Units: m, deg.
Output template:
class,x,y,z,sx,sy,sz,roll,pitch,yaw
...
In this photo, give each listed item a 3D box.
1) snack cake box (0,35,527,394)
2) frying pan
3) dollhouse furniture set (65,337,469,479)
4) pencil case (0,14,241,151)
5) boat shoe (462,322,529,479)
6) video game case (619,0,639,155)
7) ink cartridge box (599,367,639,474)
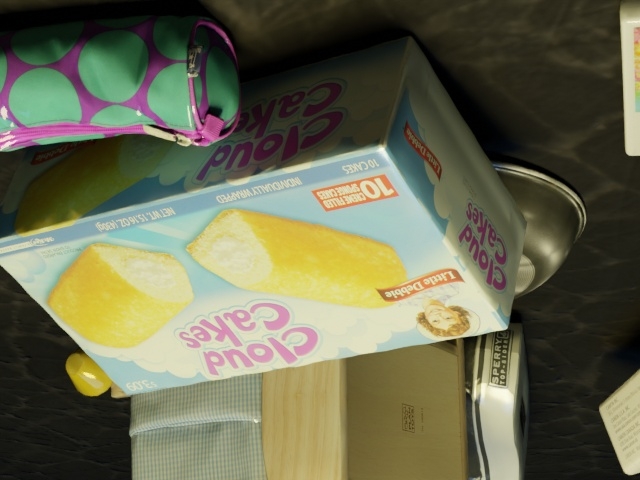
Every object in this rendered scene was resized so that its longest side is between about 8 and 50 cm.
class,x,y,z,sx,sy,sz,roll,pitch,yaw
snack cake box,-0.036,-0.005,0.833,0.264,0.089,0.152,-13,132,29
frying pan,0.016,-0.010,0.921,0.326,0.053,0.197,11,154,-25
dollhouse furniture set,-0.072,0.181,1.020,0.303,0.286,0.198,-9,163,28
pencil case,-0.121,-0.077,0.752,0.151,0.070,0.064,-3,155,15
boat shoe,0.115,0.159,1.204,0.105,0.113,0.306,5,154,12
video game case,0.236,-0.086,0.757,0.157,0.019,0.143,-2,155,12
ink cartridge box,0.368,0.071,1.035,0.261,0.066,0.296,-13,160,-15
